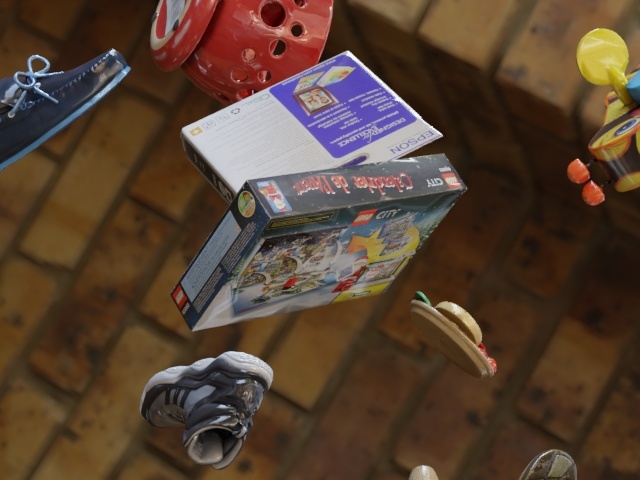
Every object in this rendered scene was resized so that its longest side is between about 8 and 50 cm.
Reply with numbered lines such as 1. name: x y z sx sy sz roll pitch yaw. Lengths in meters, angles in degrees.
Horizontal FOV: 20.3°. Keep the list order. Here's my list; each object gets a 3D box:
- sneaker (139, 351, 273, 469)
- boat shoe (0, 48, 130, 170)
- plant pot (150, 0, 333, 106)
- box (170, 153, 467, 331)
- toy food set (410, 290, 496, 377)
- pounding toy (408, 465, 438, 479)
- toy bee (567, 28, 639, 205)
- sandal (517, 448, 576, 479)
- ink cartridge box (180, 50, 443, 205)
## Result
1. sneaker: -0.189 0.266 2.659 0.101 0.268 0.153 38 -132 -29
2. boat shoe: -0.335 -0.143 1.988 0.258 0.089 0.109 -34 7 2
3. plant pot: -0.100 -0.263 2.181 0.191 0.174 0.191 -47 30 38
4. box: 0.000 0.000 1.577 0.233 0.044 0.159 -9 -33 -41
5. toy food set: 0.097 0.069 1.306 0.020 0.082 0.083 -47 -54 -11
6. pounding toy: 0.168 0.377 1.923 0.269 0.154 0.154 52 -145 -31
7. toy bee: 0.299 -0.110 1.682 0.162 0.195 0.298 -32 -9 10
8. sandal: 0.255 0.366 2.315 0.090 0.060 0.219 29 -95 -34
9. ink cartridge box: -0.009 -0.095 1.810 0.206 0.208 0.045 -26 -51 -14
